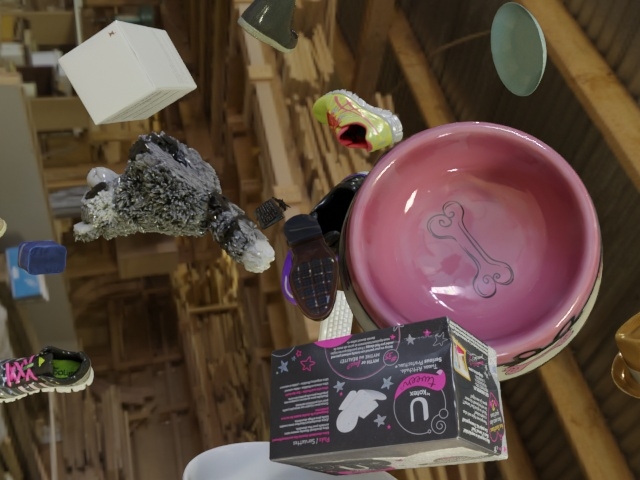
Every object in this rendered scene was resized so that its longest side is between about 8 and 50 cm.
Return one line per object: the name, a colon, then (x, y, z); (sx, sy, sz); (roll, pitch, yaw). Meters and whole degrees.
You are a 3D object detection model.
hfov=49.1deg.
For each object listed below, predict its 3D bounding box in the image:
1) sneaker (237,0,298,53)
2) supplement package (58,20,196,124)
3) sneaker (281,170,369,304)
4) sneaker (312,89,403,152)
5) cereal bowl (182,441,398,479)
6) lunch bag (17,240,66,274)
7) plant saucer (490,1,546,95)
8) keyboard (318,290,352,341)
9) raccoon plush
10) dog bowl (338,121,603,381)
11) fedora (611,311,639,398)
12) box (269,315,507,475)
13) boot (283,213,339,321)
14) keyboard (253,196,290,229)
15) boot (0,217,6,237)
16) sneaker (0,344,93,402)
sneaker: (-0.077, -0.472, 1.482); (0.083, 0.118, 0.222); (45, 19, 9)
supplement package: (-0.274, -0.242, 1.021); (0.105, 0.105, 0.179); (62, 13, -6)
sneaker: (-0.001, -0.001, 1.278); (0.293, 0.102, 0.146); (-58, 169, 17)
sneaker: (0.051, -0.224, 1.336); (0.208, 0.094, 0.081); (26, -37, 38)
cereal bowl: (-0.040, 0.419, 1.026); (0.339, 0.339, 0.141); (-161, -101, -73)
lunch bag: (-0.608, 0.035, 1.536); (0.065, 0.098, 0.067); (19, -77, 41)
plant saucer: (0.423, -0.402, 1.467); (0.195, 0.037, 0.195); (162, -90, -78)
keyboard: (0.027, 0.240, 1.565); (0.014, 0.072, 0.256); (180, -82, -69)
raccoon plush: (-0.352, -0.020, 1.533); (0.299, 0.216, 0.446); (-47, -114, 18)
dog bowl: (0.217, 0.008, 1.035); (0.150, 0.408, 0.408); (49, 31, -76)
fedora: (0.518, 0.153, 1.064); (0.079, 0.194, 0.194); (49, -11, -12)
box: (0.081, 0.203, 0.859); (0.163, 0.247, 0.142); (35, 48, -49)
boot: (-0.006, 0.064, 1.102); (0.219, 0.082, 0.106); (-101, 177, -47)
keyboard: (-0.143, -0.091, 1.965); (0.038, 0.100, 0.192); (59, -3, -22)
boot: (-0.748, -0.056, 1.377); (0.077, 0.213, 0.165); (-105, -169, -45)
sneaker: (-0.406, 0.184, 0.996); (0.075, 0.170, 0.063); (-55, -137, 46)
